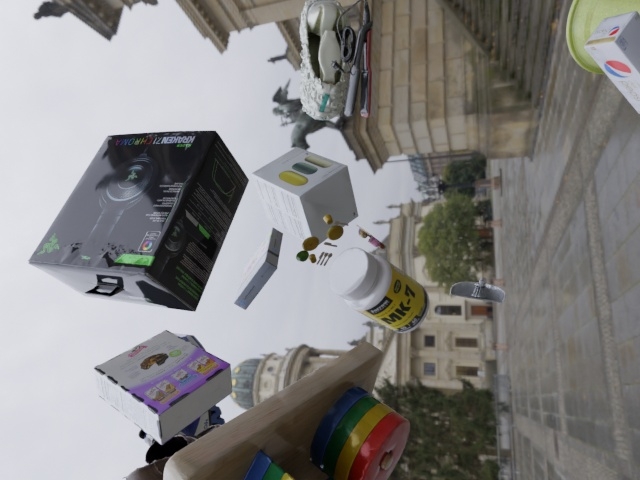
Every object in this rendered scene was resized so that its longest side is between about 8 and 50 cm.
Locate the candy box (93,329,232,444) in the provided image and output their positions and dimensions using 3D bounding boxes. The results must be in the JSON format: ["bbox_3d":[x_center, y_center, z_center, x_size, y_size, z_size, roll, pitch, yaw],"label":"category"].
[{"bbox_3d":[-0.294,0.263,0.845,0.164,0.196,0.070,-26,-54,-50],"label":"candy box"}]

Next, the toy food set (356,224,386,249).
[{"bbox_3d":[0.134,0.000,1.163,0.019,0.078,0.122,-54,-38,3],"label":"toy food set"}]

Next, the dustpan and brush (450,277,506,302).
[{"bbox_3d":[0.472,0.139,1.325,0.211,0.147,0.061,10,-92,-66],"label":"dustpan and brush"}]

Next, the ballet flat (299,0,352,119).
[{"bbox_3d":[0.022,-0.493,1.122,0.147,0.146,0.409,46,-141,-62],"label":"ballet flat"}]

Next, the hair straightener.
[{"bbox_3d":[0.067,-0.374,0.928,0.047,0.088,0.231,-133,42,-60],"label":"hair straightener"}]

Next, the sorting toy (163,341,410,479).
[{"bbox_3d":[-0.018,0.263,0.425,0.257,0.089,0.256,-14,-58,-49],"label":"sorting toy"}]

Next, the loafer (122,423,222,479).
[{"bbox_3d":[-0.253,0.417,0.862,0.130,0.133,0.366,59,176,6],"label":"loafer"}]

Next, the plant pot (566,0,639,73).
[{"bbox_3d":[0.742,-0.484,0.979,0.254,0.275,0.276,-98,-5,-59],"label":"plant pot"}]

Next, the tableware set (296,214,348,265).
[{"bbox_3d":[0.000,0.000,1.195,0.154,0.103,0.024,-62,36,26],"label":"tableware set"}]

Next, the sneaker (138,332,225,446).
[{"bbox_3d":[-0.349,0.397,1.087,0.182,0.127,0.316,-24,-77,-52],"label":"sneaker"}]

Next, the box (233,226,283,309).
[{"bbox_3d":[-0.152,0.066,1.127,0.038,0.145,0.186,33,-158,-14],"label":"box"}]

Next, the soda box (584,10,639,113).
[{"bbox_3d":[0.619,-0.339,0.875,0.216,0.069,0.074,34,-176,-22],"label":"soda box"}]

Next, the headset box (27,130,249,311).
[{"bbox_3d":[-0.290,-0.030,0.740,0.131,0.246,0.283,60,-139,-53],"label":"headset box"}]

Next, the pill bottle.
[{"bbox_3d":[0.120,0.102,0.914,0.208,0.119,0.119,33,-126,-37],"label":"pill bottle"}]

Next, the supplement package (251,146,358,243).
[{"bbox_3d":[-0.049,-0.148,1.451,0.199,0.262,0.198,-36,-49,-24],"label":"supplement package"}]
